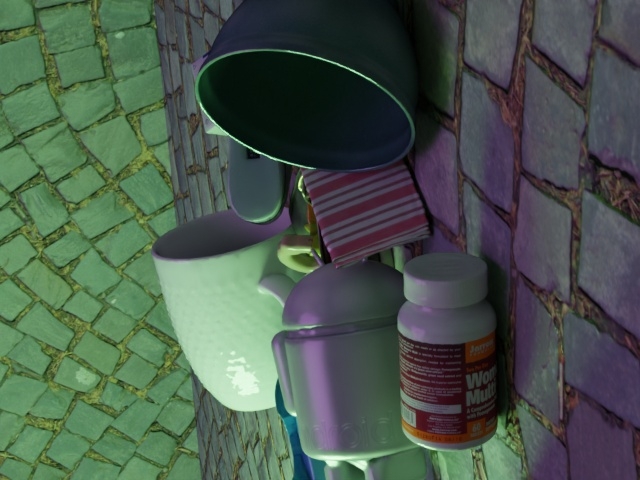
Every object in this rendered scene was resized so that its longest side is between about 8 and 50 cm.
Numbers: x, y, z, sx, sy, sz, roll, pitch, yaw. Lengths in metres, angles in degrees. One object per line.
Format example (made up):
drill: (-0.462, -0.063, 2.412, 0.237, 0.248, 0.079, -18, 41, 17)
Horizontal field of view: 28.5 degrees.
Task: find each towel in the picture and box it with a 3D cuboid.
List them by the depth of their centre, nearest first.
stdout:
towel: (0.059, -0.062, 1.749, 0.029, 0.144, 0.197, 67, -177, -57)

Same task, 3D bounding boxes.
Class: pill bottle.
pill bottle: (0.155, 0.134, 1.535, 0.121, 0.121, 0.221, -133, 37, -65)

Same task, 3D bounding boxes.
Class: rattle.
rattle: (0.000, 0.000, 2.068, 0.199, 0.130, 0.142, 53, -154, -65)

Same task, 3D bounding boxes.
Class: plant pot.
plant pot: (0.000, -0.247, 1.663, 0.293, 0.293, 0.196, 118, 167, -66)

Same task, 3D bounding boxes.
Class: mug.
mug: (-0.113, 0.141, 2.290, 0.374, 0.276, 0.328, 15, 123, 55)

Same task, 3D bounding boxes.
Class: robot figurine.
robot figurine: (0.057, 0.179, 1.772, 0.300, 0.200, 0.353, -10, 89, 35)

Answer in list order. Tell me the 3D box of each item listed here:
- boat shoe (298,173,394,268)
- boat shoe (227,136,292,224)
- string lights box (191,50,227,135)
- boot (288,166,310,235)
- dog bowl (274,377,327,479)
boat shoe: (0.024, -0.070, 1.908, 0.116, 0.097, 0.324, 159, 99, -68)
boat shoe: (-0.092, -0.206, 2.250, 0.156, 0.136, 0.367, 31, -123, -79)
string lights box: (-0.096, -0.285, 2.070, 0.260, 0.077, 0.133, -27, 68, 40)
boot: (-0.021, -0.122, 2.161, 0.208, 0.076, 0.189, 90, 177, -67)
dog bowl: (0.021, 0.326, 2.082, 0.074, 0.166, 0.297, 93, 164, -74)
